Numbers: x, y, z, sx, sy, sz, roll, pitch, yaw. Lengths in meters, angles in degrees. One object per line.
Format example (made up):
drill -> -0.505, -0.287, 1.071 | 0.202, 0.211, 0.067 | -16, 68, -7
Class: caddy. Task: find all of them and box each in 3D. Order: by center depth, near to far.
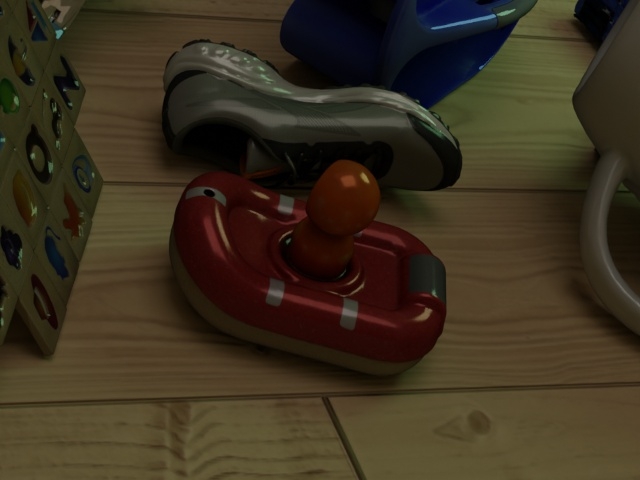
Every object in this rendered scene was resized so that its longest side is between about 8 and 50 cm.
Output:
caddy -> 0.116, -0.252, 1.854 | 0.179, 0.241, 0.341 | 29, 37, 19

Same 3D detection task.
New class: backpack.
backpack -> 0.339, -0.236, 2.064 | 0.098, 0.101, 0.120 | -12, 51, -28

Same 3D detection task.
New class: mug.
mug -> 0.379, -0.068, 1.738 | 0.328, 0.276, 0.374 | 32, 76, 2

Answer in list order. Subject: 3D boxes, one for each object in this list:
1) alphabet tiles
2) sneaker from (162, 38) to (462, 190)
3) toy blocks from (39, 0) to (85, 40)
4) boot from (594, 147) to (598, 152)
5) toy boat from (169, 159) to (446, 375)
alphabet tiles -> -0.245, -0.090, 1.475 | 0.011, 0.285, 0.342 | -15, 33, 16
sneaker -> -0.011, -0.082, 1.709 | 0.271, 0.100, 0.108 | 14, 51, -6
toy blocks -> -0.329, -0.288, 1.720 | 0.381, 0.191, 0.261 | 34, 60, -11
boot -> 0.389, -0.078, 1.926 | 0.208, 0.076, 0.189 | 40, 42, 12
toy boat -> 0.000, 0.000, 1.548 | 0.231, 0.151, 0.151 | 15, 37, -9
